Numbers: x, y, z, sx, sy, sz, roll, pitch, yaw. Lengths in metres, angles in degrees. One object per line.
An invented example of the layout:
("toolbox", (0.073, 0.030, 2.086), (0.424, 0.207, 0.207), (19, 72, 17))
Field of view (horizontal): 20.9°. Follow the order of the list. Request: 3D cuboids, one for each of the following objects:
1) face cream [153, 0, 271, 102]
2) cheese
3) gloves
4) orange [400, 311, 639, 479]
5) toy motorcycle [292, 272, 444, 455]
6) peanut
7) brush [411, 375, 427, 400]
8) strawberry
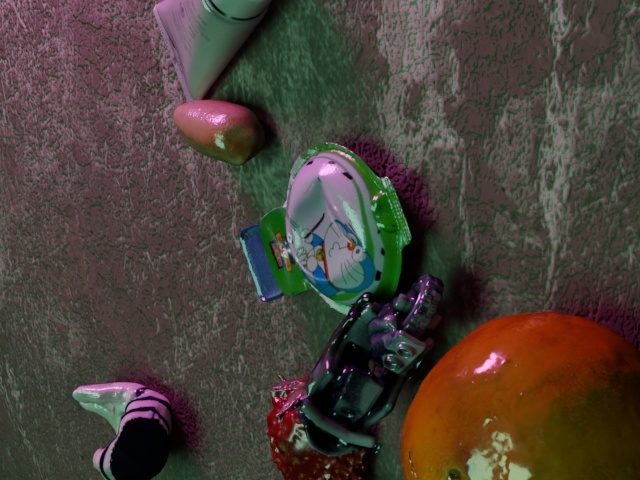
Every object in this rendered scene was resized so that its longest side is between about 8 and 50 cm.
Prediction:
("face cream", (-0.132, -0.263, 2.041), (0.314, 0.089, 0.143), (-33, 79, 62))
("cheese", (0.000, 0.000, 1.965), (0.320, 0.083, 0.203), (-22, 87, 53))
("gloves", (-0.270, 0.262, 2.437), (0.218, 0.131, 0.140), (-121, 19, -74))
("orange", (0.207, 0.207, 1.644), (0.284, 0.226, 0.283), (3, 95, 46))
("toy motorcycle", (0.051, 0.141, 1.865), (0.106, 0.159, 0.270), (29, 147, -9))
("peanut", (-0.124, -0.133, 2.085), (0.152, 0.076, 0.076), (27, 125, 47))
("brush", (0.177, 0.223, 1.842), (0.123, 0.059, 0.197), (-27, 83, 56))
("strawberry", (-0.004, 0.266, 2.085), (0.167, 0.087, 0.208), (3, 108, 52))
